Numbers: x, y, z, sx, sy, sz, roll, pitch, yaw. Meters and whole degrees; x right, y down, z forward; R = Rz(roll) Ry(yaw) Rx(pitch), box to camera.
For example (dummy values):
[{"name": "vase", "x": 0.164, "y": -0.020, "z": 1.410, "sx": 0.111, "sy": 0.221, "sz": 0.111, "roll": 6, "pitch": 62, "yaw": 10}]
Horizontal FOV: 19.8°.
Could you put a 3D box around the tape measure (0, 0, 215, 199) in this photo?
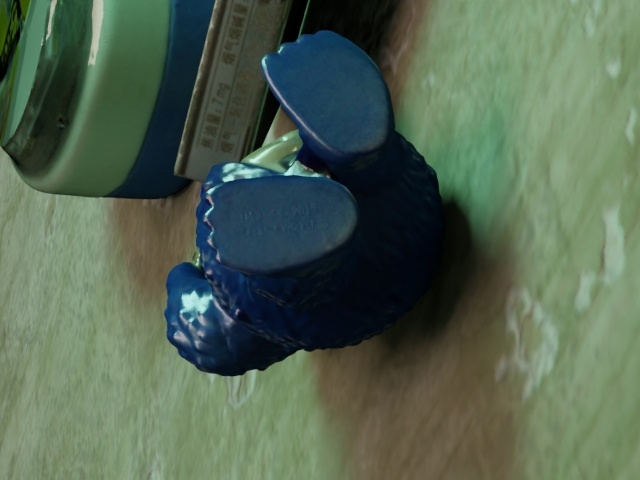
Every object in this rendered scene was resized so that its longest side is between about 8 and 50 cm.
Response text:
[{"name": "tape measure", "x": -0.160, "y": -0.157, "z": 1.365, "sx": 0.262, "sy": 0.138, "sz": 0.259, "roll": -108, "pitch": 31, "yaw": -50}]

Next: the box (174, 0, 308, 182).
[{"name": "box", "x": -0.012, "y": -0.205, "z": 1.029, "sx": 0.180, "sy": 0.047, "sz": 0.325, "roll": -72, "pitch": -2, "yaw": -69}]

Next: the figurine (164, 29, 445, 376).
[{"name": "figurine", "x": -0.004, "y": 0.005, "z": 0.923, "sx": 0.164, "sy": 0.121, "sz": 0.262, "roll": -57, "pitch": -4, "yaw": -5}]
